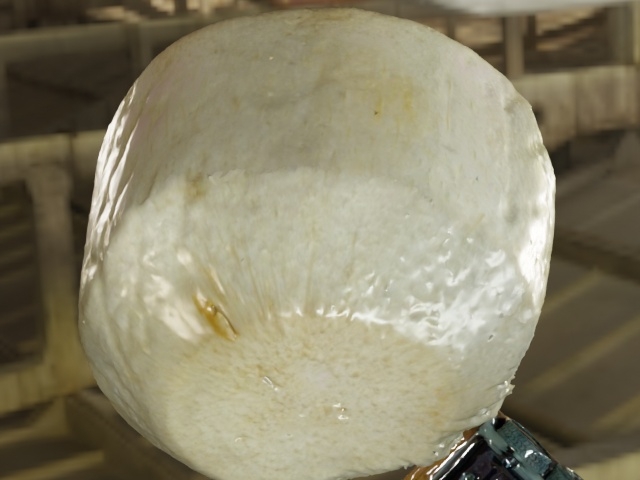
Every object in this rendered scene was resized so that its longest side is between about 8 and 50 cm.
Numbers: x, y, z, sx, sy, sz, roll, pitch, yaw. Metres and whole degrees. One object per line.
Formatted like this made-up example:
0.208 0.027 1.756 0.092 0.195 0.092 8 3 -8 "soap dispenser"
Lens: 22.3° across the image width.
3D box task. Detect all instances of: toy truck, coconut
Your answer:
0.216 0.282 1.425 0.305 0.136 0.162 44 -174 8 "toy truck"
0.000 0.000 1.321 0.415 0.345 0.415 -8 -143 6 "coconut"
